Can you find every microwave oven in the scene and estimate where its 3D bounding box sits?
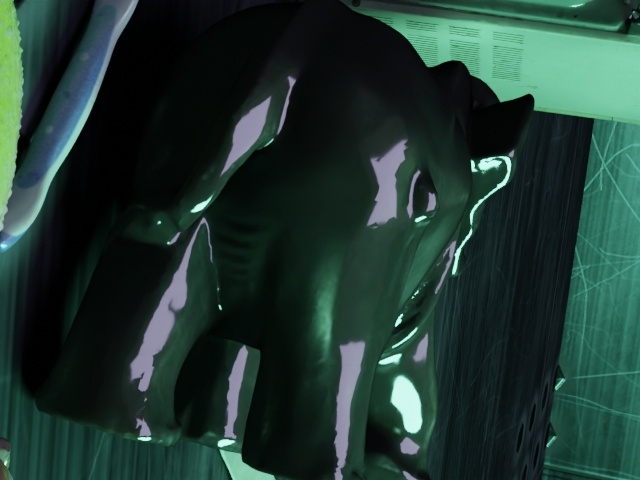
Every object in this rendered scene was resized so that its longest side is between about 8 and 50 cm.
[{"bbox_3d":[0.131,-0.178,1.135,0.194,0.240,0.145,74,26,-73],"label":"microwave oven"}]

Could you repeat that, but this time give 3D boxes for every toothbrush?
[{"bbox_3d":[-0.101,-0.102,0.808,0.027,0.021,0.269,70,33,-51],"label":"toothbrush"}]

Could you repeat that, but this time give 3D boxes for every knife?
[{"bbox_3d":[-0.037,0.190,1.234,0.298,0.017,0.047,74,36,-59],"label":"knife"}]

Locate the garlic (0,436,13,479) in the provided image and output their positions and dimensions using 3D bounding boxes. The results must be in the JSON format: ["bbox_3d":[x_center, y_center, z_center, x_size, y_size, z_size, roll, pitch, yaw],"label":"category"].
[{"bbox_3d":[-0.157,0.076,0.405,0.207,0.207,0.257,-63,165,-47],"label":"garlic"}]

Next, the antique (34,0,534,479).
[{"bbox_3d":[0.000,0.000,0.935,0.322,0.185,0.255,33,69,-70],"label":"antique"}]

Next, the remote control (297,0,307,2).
[{"bbox_3d":[0.000,-0.184,1.127,0.034,0.016,0.091,-16,115,-68],"label":"remote control"}]

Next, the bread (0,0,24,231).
[{"bbox_3d":[-0.160,-0.035,0.615,0.228,0.033,0.229,11,90,-76],"label":"bread"}]
